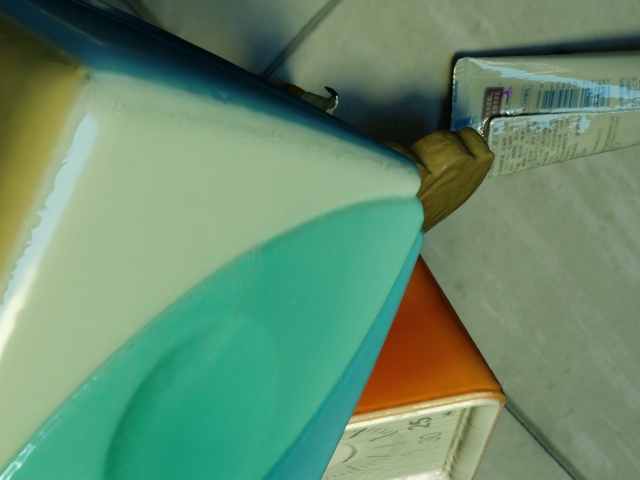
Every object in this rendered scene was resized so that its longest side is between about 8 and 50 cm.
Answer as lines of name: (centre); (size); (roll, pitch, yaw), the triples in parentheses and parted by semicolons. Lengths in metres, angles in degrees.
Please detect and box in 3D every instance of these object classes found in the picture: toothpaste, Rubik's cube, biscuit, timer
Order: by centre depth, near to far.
Rubik's cube: (-0.195, 0.028, 0.999); (0.351, 0.352, 0.347); (14, 102, -60)
biscuit: (0.003, -0.004, 1.373); (0.320, 0.047, 0.183); (-12, 148, -49)
timer: (-0.016, 0.137, 1.382); (0.250, 0.161, 0.257); (-25, 161, -11)
toothpaste: (0.236, -0.116, 1.537); (0.299, 0.073, 0.114); (-9, 121, -24)

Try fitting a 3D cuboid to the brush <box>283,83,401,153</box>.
brush: (0.001, -0.058, 1.226); (0.020, 0.336, 0.085); (39, 90, -18)
